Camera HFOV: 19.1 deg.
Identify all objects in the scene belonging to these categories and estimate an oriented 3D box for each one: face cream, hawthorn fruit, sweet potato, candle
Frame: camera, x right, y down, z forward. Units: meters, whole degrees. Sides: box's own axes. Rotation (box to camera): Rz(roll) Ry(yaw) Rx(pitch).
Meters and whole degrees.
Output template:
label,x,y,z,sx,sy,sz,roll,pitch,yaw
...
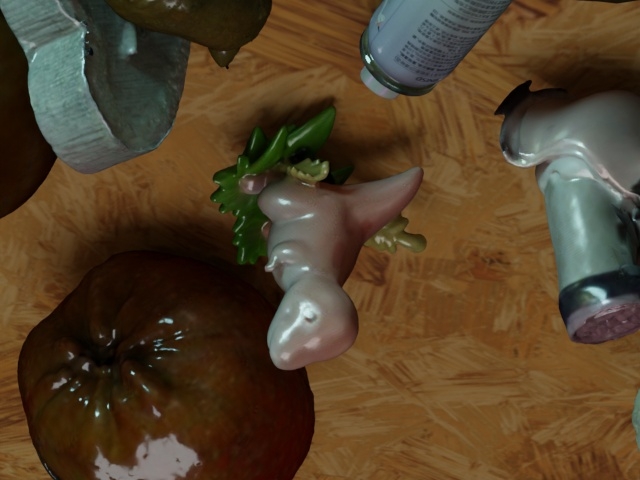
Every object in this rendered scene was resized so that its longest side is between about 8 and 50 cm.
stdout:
label,x,y,z,sx,sy,sz,roll,pitch,yaw
face cream,0.096,-0.178,1.358,0.075,0.075,0.229,22,139,-18
hawthorn fruit,-0.129,0.133,1.669,0.258,0.258,0.262,-26,167,36
sweet potato,-0.112,-0.218,1.321,0.098,0.124,0.310,37,157,40
candle,-0.158,-0.150,1.392,0.068,0.192,0.168,-16,179,28

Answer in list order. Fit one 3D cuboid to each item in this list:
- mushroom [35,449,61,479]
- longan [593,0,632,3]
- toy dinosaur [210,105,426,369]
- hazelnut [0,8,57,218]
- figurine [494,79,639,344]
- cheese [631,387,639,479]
label,x,y,z,sx,sy,sz,roll,pitch,yaw
mushroom,-0.202,0.194,1.855,0.188,0.141,0.117,43,164,-24
longan,0.123,-0.321,0.913,0.436,0.404,0.404,36,134,-28
toy dinosaur,0.000,-0.006,1.496,0.194,0.177,0.152,-31,137,-22
hazelnut,-0.318,-0.099,1.423,0.251,0.217,0.217,15,144,16
figurine,0.311,-0.067,1.334,0.361,0.253,0.211,-20,118,42
cheese,0.430,0.170,1.580,0.332,0.292,0.153,11,144,15
